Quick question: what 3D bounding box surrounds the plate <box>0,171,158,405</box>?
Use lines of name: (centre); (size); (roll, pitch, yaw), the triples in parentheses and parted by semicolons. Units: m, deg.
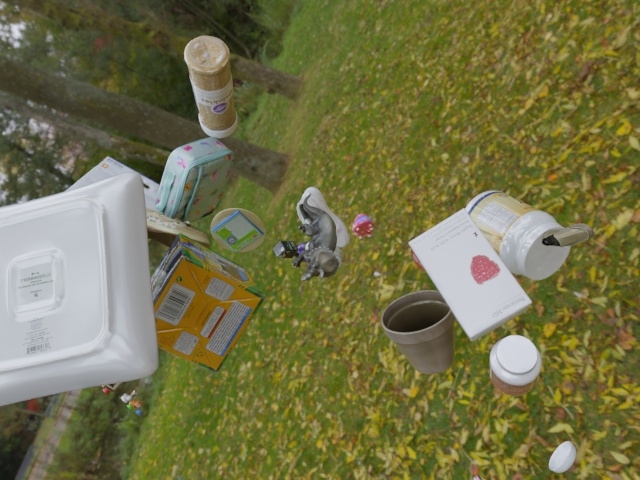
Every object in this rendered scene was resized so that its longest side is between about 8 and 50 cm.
plate: (-0.357, 0.060, 0.626); (0.045, 0.278, 0.277); (53, -154, -73)

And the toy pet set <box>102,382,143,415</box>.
toy pet set: (-0.451, 0.326, 1.113); (0.114, 0.122, 0.065); (23, 63, 45)

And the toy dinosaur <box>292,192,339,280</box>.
toy dinosaur: (0.000, 0.000, 1.391); (0.160, 0.121, 0.313); (-28, 45, 47)

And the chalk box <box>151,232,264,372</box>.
chalk box: (-0.261, 0.112, 1.015); (0.180, 0.179, 0.289); (-58, 20, 1)

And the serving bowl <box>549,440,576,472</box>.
serving bowl: (0.599, 0.536, 1.182); (0.083, 0.027, 0.083); (-50, -13, -16)

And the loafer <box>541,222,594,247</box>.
loafer: (0.676, -0.007, 1.325); (0.050, 0.056, 0.148); (-38, 7, -28)

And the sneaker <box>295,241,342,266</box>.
sneaker: (-0.020, 0.062, 2.230); (0.146, 0.293, 0.102); (-9, 72, 35)

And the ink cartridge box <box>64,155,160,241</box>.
ink cartridge box: (-0.735, -0.128, 1.771); (0.071, 0.324, 0.330); (-55, 8, 41)

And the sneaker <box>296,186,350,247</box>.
sneaker: (0.004, -0.061, 1.958); (0.108, 0.292, 0.169); (-29, 16, 29)

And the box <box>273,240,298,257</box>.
box: (-0.149, 0.039, 2.085); (0.062, 0.083, 0.052); (-47, 57, 32)

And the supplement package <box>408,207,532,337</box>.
supplement package: (0.396, 0.097, 1.288); (0.178, 0.175, 0.292); (-33, 67, 8)

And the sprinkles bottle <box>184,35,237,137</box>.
sprinkles bottle: (-0.317, -0.440, 1.427); (0.355, 0.121, 0.121); (109, 179, -72)

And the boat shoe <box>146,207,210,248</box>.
boat shoe: (-0.453, -0.045, 1.400); (0.104, 0.286, 0.089); (132, 153, -57)

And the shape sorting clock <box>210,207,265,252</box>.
shape sorting clock: (-0.310, -0.038, 1.818); (0.206, 0.206, 0.040); (-51, 19, 31)

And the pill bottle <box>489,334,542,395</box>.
pill bottle: (0.493, 0.316, 1.224); (0.121, 0.216, 0.121); (-8, 60, 15)

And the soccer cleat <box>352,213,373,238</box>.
soccer cleat: (0.156, -0.068, 1.834); (0.248, 0.083, 0.095); (47, -153, -78)

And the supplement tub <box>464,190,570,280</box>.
supplement tub: (0.661, -0.021, 1.654); (0.228, 0.229, 0.316); (-60, 33, 11)

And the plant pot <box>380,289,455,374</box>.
plant pot: (0.459, 0.420, 2.113); (0.324, 0.280, 0.323); (-20, 19, 7)

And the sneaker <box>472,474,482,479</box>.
sneaker: (0.491, 0.826, 1.545); (0.077, 0.178, 0.072); (-21, 25, -7)

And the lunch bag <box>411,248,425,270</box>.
lunch bag: (0.550, 0.114, 2.173); (0.120, 0.293, 0.258); (-47, -22, -8)

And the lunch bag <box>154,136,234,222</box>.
lunch bag: (-0.388, -0.167, 1.471); (0.224, 0.108, 0.279); (-37, -19, -50)
